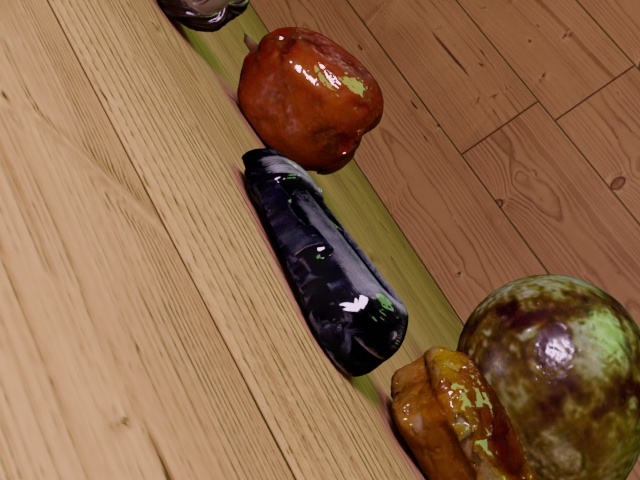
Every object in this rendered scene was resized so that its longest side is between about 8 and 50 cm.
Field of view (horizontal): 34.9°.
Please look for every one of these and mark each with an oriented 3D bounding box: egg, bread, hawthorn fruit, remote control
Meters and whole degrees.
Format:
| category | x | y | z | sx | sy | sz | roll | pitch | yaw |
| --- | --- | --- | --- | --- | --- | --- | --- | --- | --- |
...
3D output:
| category | x | y | z | sx | sy | sz | roll | pitch | yaw |
| --- | --- | --- | --- | --- | --- | --- | --- | --- | --- |
| egg | 0.284 | 0.181 | 1.245 | 0.238 | 0.238 | 0.289 | 47 | 35 | -51 |
| bread | 0.153 | 0.214 | 0.833 | 0.271 | 0.077 | 0.139 | 57 | 9 | -8 |
| hawthorn fruit | -0.016 | -0.166 | 1.241 | 0.179 | 0.173 | 0.173 | 18 | 27 | -32 |
| remote control | 0.000 | 0.000 | 0.844 | 0.090 | 0.066 | 0.266 | 54 | 6 | -44 |

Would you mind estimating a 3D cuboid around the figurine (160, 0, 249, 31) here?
| category | x | y | z | sx | sy | sz | roll | pitch | yaw |
| --- | --- | --- | --- | --- | --- | --- | --- | --- | --- |
| figurine | -0.170 | -0.365 | 1.101 | 0.187 | 0.168 | 0.315 | -62 | 139 | -34 |
